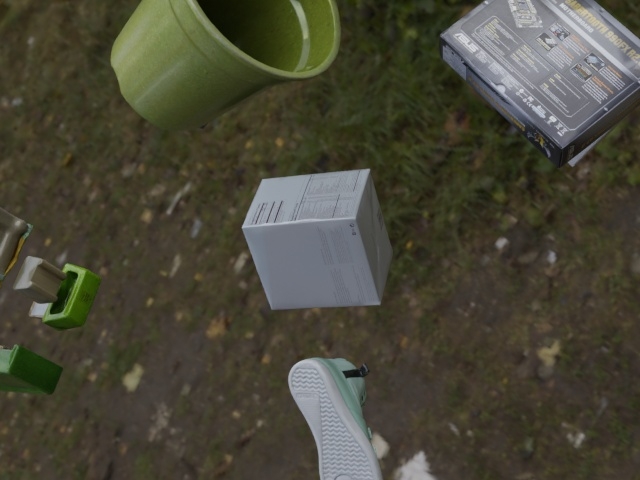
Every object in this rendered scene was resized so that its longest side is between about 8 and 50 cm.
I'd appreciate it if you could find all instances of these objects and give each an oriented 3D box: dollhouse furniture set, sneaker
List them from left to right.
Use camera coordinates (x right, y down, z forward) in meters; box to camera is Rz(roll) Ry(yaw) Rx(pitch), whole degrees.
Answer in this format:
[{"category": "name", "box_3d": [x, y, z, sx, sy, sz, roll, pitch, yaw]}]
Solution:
[{"category": "dollhouse furniture set", "box_3d": [-0.478, 0.063, 1.438, 0.151, 0.301, 0.198, -1, 62, 39]}, {"category": "sneaker", "box_3d": [0.052, 0.287, 1.564, 0.094, 0.151, 0.256, -25, 80, 24]}]

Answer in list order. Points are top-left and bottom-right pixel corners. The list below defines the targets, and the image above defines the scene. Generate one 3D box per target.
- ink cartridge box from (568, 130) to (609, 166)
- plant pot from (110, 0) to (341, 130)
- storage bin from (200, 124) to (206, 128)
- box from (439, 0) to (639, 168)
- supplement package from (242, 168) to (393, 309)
[{"category": "ink cartridge box", "box_3d": [0.399, -0.251, 1.760, 0.092, 0.219, 0.160, -42, -8, -25]}, {"category": "plant pot", "box_3d": [-0.156, -0.287, 1.486, 0.254, 0.276, 0.276, -31, 42, 42]}, {"category": "storage bin", "box_3d": [-0.222, -0.257, 1.790, 0.135, 0.098, 0.091, 42, 101, 34]}, {"category": "box", "box_3d": [0.294, -0.231, 1.359, 0.183, 0.056, 0.231, -38, 68, -10]}, {"category": "supplement package", "box_3d": [0.000, 0.000, 1.854, 0.203, 0.194, 0.149, -4, 37, 18]}]
